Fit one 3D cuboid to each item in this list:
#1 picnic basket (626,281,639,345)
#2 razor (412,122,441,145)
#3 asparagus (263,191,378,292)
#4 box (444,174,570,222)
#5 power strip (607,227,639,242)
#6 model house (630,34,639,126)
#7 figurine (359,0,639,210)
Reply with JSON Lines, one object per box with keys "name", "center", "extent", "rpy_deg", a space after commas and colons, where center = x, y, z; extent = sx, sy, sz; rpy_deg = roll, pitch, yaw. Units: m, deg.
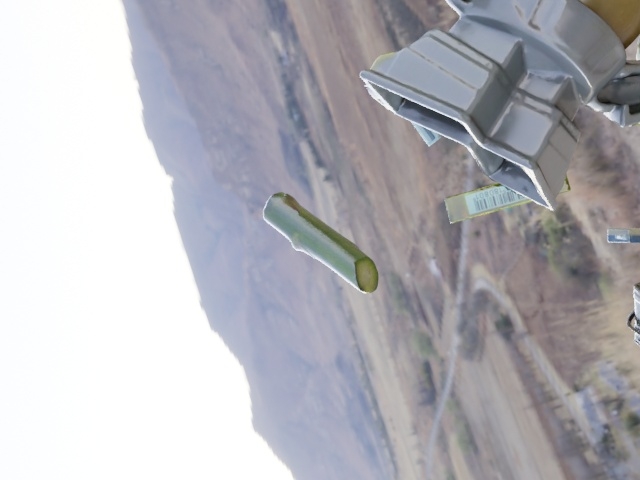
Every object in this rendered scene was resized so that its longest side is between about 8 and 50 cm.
{"name": "picnic basket", "center": [0.812, 0.156, 1.938], "extent": [0.165, 0.267, 0.139], "rpy_deg": [-127, 24, -62]}
{"name": "razor", "center": [0.291, -0.309, 1.807], "extent": [0.111, 0.278, 0.056], "rpy_deg": [54, 168, 1]}
{"name": "asparagus", "center": [-0.001, -0.001, 1.509], "extent": [0.278, 0.067, 0.060], "rpy_deg": [34, 155, 39]}
{"name": "box", "center": [0.201, -0.050, 0.975], "extent": [0.193, 0.121, 0.030], "rpy_deg": [-10, -95, -77]}
{"name": "power strip", "center": [0.661, -0.011, 1.906], "extent": [0.056, 0.123, 0.032], "rpy_deg": [-1, 90, 51]}
{"name": "model house", "center": [0.574, -0.233, 1.250], "extent": [0.174, 0.234, 0.193], "rpy_deg": [112, 176, -59]}
{"name": "figurine", "center": [0.203, -0.199, 0.792], "extent": [0.343, 0.284, 0.167], "rpy_deg": [30, -179, -34]}
